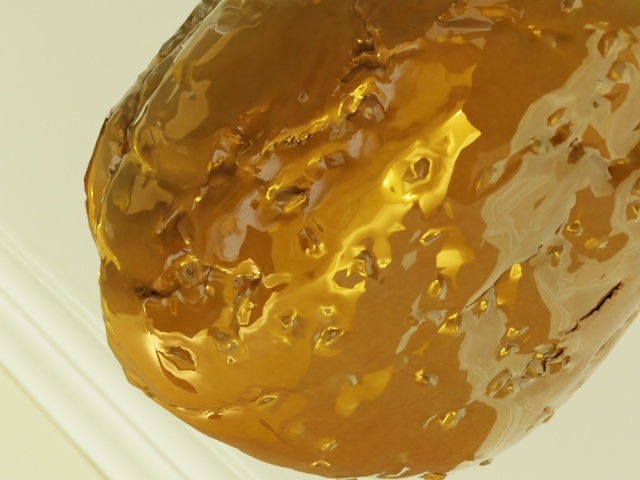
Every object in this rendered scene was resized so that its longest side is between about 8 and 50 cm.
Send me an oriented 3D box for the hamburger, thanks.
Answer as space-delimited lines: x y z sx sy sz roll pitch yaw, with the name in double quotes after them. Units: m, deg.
0.051 -0.029 0.609 0.283 0.259 0.145 -54 -140 15 "hamburger"
